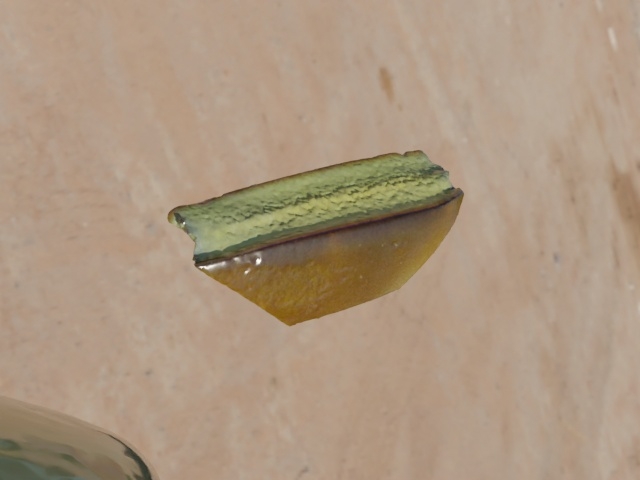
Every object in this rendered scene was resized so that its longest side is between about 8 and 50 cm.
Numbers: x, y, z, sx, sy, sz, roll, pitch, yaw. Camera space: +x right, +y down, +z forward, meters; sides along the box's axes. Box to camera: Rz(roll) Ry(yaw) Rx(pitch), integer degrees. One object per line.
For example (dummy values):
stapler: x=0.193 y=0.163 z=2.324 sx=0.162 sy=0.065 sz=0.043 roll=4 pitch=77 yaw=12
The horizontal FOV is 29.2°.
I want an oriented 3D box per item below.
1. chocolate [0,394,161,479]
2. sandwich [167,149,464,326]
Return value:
chocolate: x=-0.175 y=0.204 z=0.428 sx=0.297 sy=0.326 sz=0.314 roll=21 pitch=37 yaw=-20
sandwich: x=0.000 y=0.000 z=0.993 sx=0.258 sy=0.094 sz=0.096 roll=-15 pitch=127 yaw=-28
